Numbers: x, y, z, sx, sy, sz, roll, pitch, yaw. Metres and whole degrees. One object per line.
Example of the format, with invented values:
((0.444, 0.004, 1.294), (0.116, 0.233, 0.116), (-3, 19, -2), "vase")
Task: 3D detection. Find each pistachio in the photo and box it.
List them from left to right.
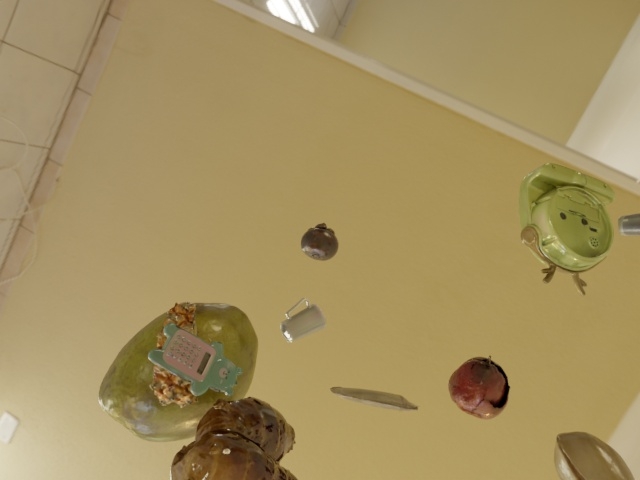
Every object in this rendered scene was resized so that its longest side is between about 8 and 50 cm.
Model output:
((0.513, 0.444, 0.863), (0.185, 0.125, 0.124), (-100, -147, -68), "pistachio")

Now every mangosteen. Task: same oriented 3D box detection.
((0.000, 0.000, 1.584), (0.140, 0.140, 0.140), (-60, 172, -14), "mangosteen")

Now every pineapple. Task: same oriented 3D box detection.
((-0.278, 0.244, 0.889), (0.135, 0.080, 0.233), (-113, -154, -69), "pineapple")

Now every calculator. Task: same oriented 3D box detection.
((-0.183, 0.182, 0.692), (0.019, 0.141, 0.094), (-42, -160, 38), "calculator")

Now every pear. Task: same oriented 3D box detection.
((-0.350, 0.344, 1.213), (0.413, 0.352, 0.352), (-32, 157, -30), "pear")

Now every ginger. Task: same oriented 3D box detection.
((-0.134, 0.442, 0.913), (0.152, 0.274, 0.357), (-47, 180, 7), "ginger")

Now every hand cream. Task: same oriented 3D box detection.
((0.804, -0.042, 1.077), (0.255, 0.048, 0.079), (155, -71, -86), "hand cream")

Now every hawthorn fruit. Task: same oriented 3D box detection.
((0.407, 0.363, 1.170), (0.148, 0.148, 0.171), (-39, 145, -71), "hawthorn fruit")

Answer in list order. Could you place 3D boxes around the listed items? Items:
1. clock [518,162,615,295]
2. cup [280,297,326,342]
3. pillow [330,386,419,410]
((0.614, -0.025, 1.143), (0.096, 0.235, 0.307), (136, -32, -65), "clock")
((-0.050, 0.215, 1.272), (0.116, 0.104, 0.074), (-21, -166, -29), "cup")
((0.142, 0.421, 1.229), (0.130, 0.233, 0.038), (106, -6, -82), "pillow")
